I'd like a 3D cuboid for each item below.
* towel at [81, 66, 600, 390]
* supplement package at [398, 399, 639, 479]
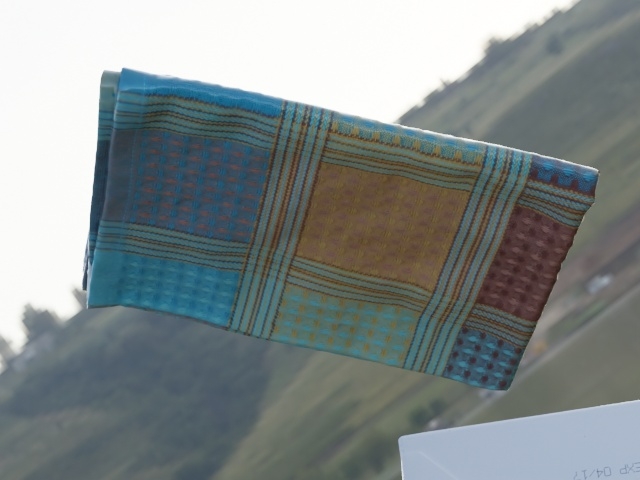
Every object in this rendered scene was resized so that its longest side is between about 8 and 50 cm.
[{"bbox_3d":[0.000,0.000,1.298,0.271,0.370,0.040,104,178,-49],"label":"towel"},{"bbox_3d":[0.194,0.209,0.956,0.262,0.204,0.145,-10,-29,13],"label":"supplement package"}]
